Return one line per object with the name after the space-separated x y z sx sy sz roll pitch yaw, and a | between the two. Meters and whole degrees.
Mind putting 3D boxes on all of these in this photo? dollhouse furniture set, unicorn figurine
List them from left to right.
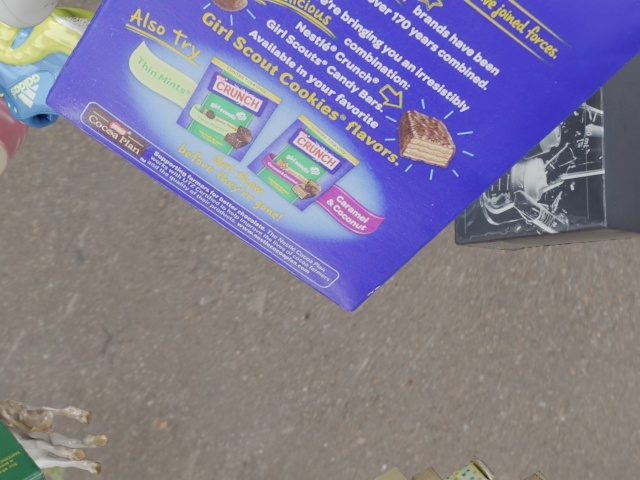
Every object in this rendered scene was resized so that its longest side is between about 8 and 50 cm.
-0.234 0.168 0.781 0.111 0.060 0.162 4 132 4 | unicorn figurine
0.179 0.302 1.243 0.181 0.161 0.101 -27 119 -13 | dollhouse furniture set

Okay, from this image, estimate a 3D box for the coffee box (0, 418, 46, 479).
-0.227 0.153 0.635 0.184 0.040 0.113 32 135 42 | coffee box

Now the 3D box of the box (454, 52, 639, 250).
0.399 -0.167 1.651 0.312 0.178 0.343 -8 80 48 | box

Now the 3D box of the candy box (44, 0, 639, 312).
0.020 -0.140 0.619 0.268 0.122 0.317 35 128 -14 | candy box

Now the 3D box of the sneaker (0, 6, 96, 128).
-0.319 -0.182 0.963 0.240 0.091 0.126 18 109 26 | sneaker

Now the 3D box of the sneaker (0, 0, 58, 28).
-0.186 -0.251 0.679 0.129 0.111 0.297 46 140 8 | sneaker

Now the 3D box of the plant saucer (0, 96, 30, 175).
-0.499 -0.112 1.123 0.332 0.332 0.084 -22 74 19 | plant saucer
